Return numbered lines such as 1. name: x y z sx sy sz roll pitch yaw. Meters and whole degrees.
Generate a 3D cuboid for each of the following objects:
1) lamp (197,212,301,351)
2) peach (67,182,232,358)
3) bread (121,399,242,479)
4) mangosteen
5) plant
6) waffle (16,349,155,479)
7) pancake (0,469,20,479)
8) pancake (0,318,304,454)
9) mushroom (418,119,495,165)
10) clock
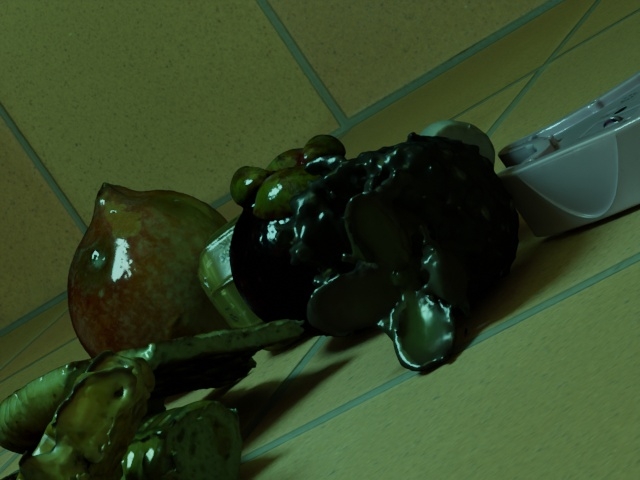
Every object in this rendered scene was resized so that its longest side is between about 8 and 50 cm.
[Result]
1. lamp: -0.032 0.024 2.133 0.185 0.161 0.161 -35 8 6
2. peach: -0.199 0.048 2.289 0.232 0.257 0.232 -35 10 7
3. bread: -0.159 0.207 1.773 0.087 0.098 0.269 11 -16 -26
4. mangosteen: 0.000 0.000 1.956 0.210 0.210 0.210 -33 8 5
5. plant: 0.069 0.001 1.744 0.178 0.204 0.234 -26 3 33
6. waffle: -0.221 0.222 1.556 0.309 0.065 0.283 -58 -8 -72
7. pancake: -0.335 0.312 2.057 0.266 0.057 0.244 -35 15 22
8. pancake: -0.186 0.159 1.954 0.304 0.067 0.427 -13 -10 -17
9. mushroom: 0.125 -0.055 1.962 0.093 0.116 0.225 -13 -7 -12
10. clock: 0.297 -0.105 1.846 0.290 0.080 0.275 -23 13 48
